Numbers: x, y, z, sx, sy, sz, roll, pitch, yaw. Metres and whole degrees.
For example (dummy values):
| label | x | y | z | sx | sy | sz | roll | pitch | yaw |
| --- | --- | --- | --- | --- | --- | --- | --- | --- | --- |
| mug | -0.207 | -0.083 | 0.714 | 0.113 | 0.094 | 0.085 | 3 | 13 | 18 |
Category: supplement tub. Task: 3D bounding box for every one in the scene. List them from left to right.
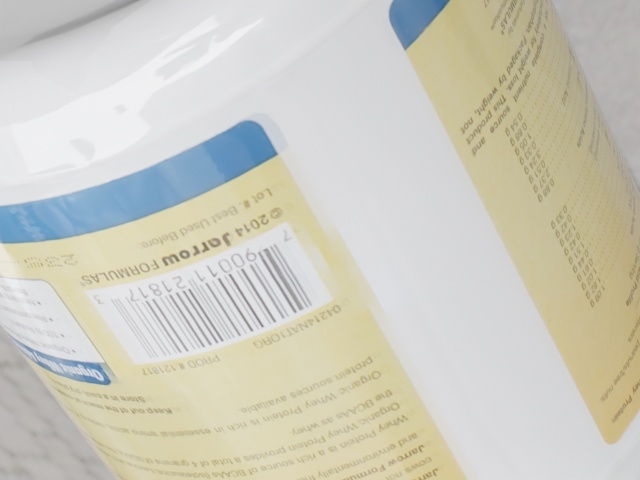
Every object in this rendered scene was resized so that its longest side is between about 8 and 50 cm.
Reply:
| label | x | y | z | sx | sy | sz | roll | pitch | yaw |
| --- | --- | --- | --- | --- | --- | --- | --- | --- | --- |
| supplement tub | 0.000 | 0.000 | 0.437 | 0.144 | 0.144 | 0.199 | 3 | 135 | 40 |
